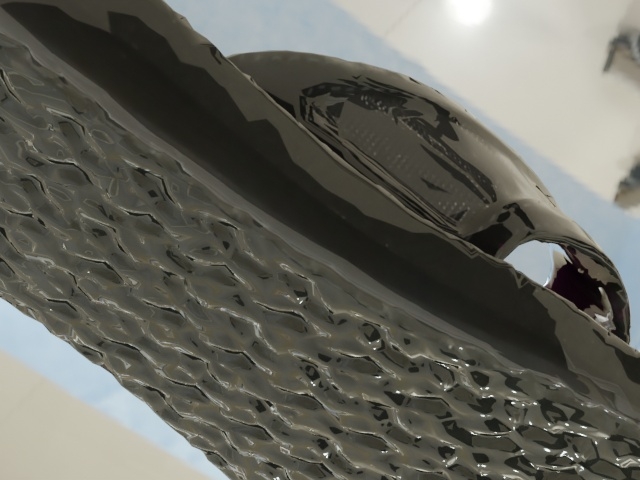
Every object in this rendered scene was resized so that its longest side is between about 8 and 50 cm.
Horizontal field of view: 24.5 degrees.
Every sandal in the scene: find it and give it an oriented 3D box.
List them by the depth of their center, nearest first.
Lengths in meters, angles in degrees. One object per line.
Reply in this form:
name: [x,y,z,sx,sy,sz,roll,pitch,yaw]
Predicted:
sandal: [0.000,-0.001,0.449,0.446,0.107,0.167,40,144,-22]
